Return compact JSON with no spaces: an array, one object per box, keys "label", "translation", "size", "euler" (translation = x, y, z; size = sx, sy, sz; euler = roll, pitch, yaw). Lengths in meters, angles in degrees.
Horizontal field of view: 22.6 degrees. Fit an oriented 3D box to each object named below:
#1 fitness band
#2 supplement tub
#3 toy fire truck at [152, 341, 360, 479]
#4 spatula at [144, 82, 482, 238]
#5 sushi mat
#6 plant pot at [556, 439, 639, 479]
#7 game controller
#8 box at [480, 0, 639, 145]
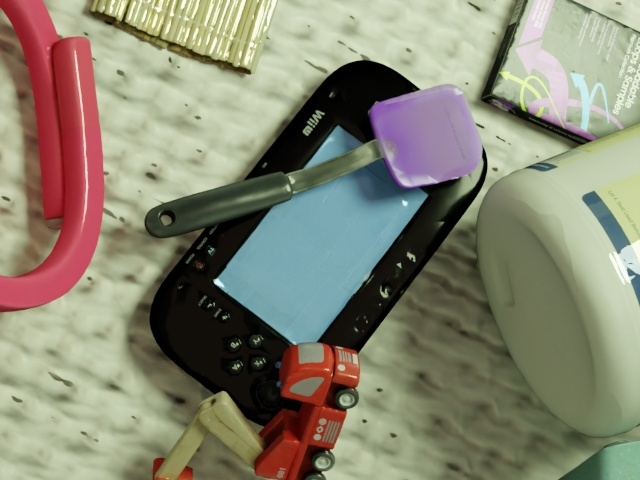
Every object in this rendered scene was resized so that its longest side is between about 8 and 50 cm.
[{"label":"fitness band","translation":[-0.259,-0.088,1.248],"size":[0.209,0.054,0.291],"euler":[-1,83,-56]},{"label":"supplement tub","translation":[0.322,0.005,1.360],"size":[0.325,0.235,0.235],"euler":[-21,91,-15]},{"label":"toy fire truck","translation":[-0.056,0.159,1.296],"size":[0.135,0.047,0.192],"euler":[13,117,-11]},{"label":"spatula","translation":[-0.005,-0.055,1.338],"size":[0.296,0.030,0.084],"euler":[-19,78,-8]},{"label":"sushi mat","translation":[-0.082,-0.313,1.390],"size":[0.151,0.019,0.316],"euler":[19,81,-13]},{"label":"plant pot","translation":[0.308,0.294,1.341],"size":[0.247,0.248,0.252],"euler":[-9,70,-15]},{"label":"game controller","translation":[0.000,0.000,1.364],"size":[0.166,0.067,0.319],"euler":[40,77,-9]},{"label":"box","translation":[0.239,-0.150,1.456],"size":[0.162,0.029,0.116],"euler":[22,81,-13]}]
